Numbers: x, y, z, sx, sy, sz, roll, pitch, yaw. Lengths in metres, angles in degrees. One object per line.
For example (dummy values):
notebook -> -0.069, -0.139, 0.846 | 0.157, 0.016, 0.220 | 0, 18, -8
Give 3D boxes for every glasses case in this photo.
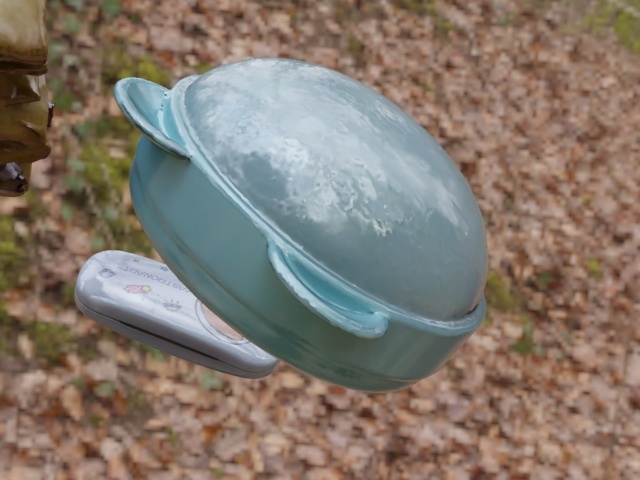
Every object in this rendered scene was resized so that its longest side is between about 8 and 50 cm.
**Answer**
glasses case -> -0.113, 0.060, 1.081 | 0.179, 0.045, 0.067 | 22, 40, -1

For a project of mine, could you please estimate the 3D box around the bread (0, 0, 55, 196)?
bread -> -0.323, -0.215, 0.906 | 0.314, 0.369, 0.191 | -1, -5, -31

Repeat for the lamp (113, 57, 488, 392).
lamp -> 0.008, -0.009, 0.749 | 0.209, 0.147, 0.284 | 49, 3, 21
